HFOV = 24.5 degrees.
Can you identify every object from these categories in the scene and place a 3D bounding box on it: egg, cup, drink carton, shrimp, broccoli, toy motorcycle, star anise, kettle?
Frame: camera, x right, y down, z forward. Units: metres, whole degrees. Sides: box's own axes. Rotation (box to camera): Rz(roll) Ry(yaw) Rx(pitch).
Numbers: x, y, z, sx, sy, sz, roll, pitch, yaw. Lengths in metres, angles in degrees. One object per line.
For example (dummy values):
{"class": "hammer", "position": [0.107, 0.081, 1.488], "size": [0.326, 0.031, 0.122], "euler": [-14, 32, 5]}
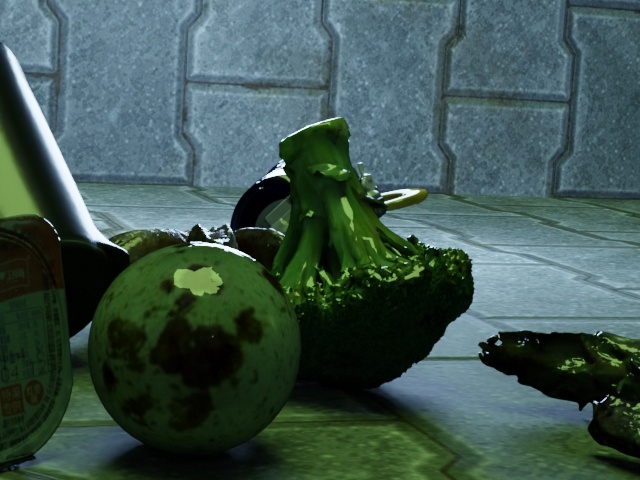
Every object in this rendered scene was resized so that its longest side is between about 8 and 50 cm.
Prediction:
{"class": "egg", "position": [-0.104, 0.089, 1.186], "size": [0.169, 0.169, 0.231], "euler": [2, -9, -14]}
{"class": "cup", "position": [0.002, -0.052, 2.123], "size": [0.255, 0.178, 0.256], "euler": [-39, 2, 10]}
{"class": "drink carton", "position": [-0.325, 0.083, 1.132], "size": [0.190, 0.191, 0.185], "euler": [-4, 5, 33]}
{"class": "shrimp", "position": [0.324, 0.152, 1.282], "size": [0.445, 0.085, 0.272], "euler": [13, 16, 32]}
{"class": "broccoli", "position": [0.024, 0.015, 1.442], "size": [0.254, 0.269, 0.269], "euler": [-14, 15, -30]}
{"class": "toy motorcycle", "position": [0.000, 0.000, 1.943], "size": [0.150, 0.221, 0.102], "euler": [52, 20, 11]}
{"class": "star anise", "position": [-0.126, 0.044, 1.653], "size": [0.332, 0.117, 0.331], "euler": [5, -6, 1]}
{"class": "kettle", "position": [-0.374, -0.042, 1.496], "size": [0.262, 0.203, 0.308], "euler": [-2, 48, -39]}
